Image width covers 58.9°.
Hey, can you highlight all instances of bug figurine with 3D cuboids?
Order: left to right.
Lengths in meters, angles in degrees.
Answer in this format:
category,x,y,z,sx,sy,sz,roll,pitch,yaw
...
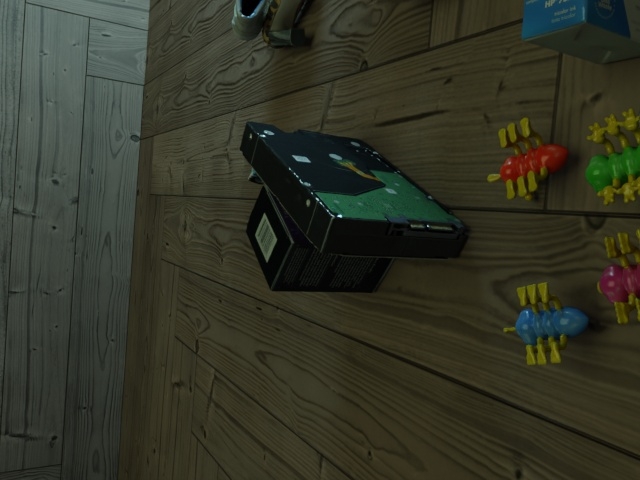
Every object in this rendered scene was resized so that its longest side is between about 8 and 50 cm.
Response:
category,x,y,z,sx,sy,sz,roll,pitch,yaw
bug figurine,0.281,-0.006,0.620,0.216,0.072,0.278,-18,70,56

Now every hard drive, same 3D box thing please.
category,x,y,z,sx,sy,sz,roll,pitch,yaw
hard drive,0.037,-0.083,0.882,0.339,0.237,0.064,49,129,49

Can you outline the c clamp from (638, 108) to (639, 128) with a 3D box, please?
category,x,y,z,sx,sy,sz,roll,pitch,yaw
c clamp,0.373,-0.153,0.527,0.137,0.022,0.160,49,127,50

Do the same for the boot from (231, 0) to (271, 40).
category,x,y,z,sx,sy,sz,roll,pitch,yaw
boot,-0.129,-0.590,1.289,0.123,0.095,0.258,170,117,-78

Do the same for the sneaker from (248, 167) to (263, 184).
category,x,y,z,sx,sy,sz,roll,pitch,yaw
sneaker,-0.118,-0.195,1.323,0.191,0.071,0.082,-17,67,58

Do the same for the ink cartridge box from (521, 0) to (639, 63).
category,x,y,z,sx,sy,sz,roll,pitch,yaw
ink cartridge box,0.288,-0.313,0.576,0.078,0.134,0.230,9,95,60

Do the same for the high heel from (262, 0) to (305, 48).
category,x,y,z,sx,sy,sz,roll,pitch,yaw
high heel,-0.077,-0.565,1.266,0.186,0.093,0.261,34,118,58

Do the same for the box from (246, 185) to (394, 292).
category,x,y,z,sx,sy,sz,roll,pitch,yaw
box,0.000,0.000,0.964,0.153,0.207,0.108,60,136,41
